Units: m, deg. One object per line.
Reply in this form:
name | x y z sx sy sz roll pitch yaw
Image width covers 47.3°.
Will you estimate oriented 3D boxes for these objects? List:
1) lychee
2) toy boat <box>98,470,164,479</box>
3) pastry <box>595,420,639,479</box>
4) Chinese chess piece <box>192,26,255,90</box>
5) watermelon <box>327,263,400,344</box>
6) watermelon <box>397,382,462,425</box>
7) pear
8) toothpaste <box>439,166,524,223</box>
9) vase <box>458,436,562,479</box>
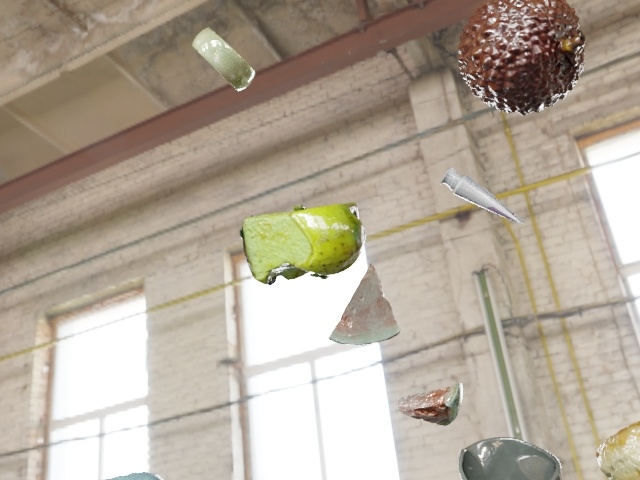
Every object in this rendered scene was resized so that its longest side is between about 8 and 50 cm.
lychee | 0.416 -0.383 1.491 0.264 0.264 0.300 11 2 -30
toy boat | -0.511 0.688 1.809 0.329 0.123 0.215 4 -53 -44
pastry | 0.537 0.336 1.165 0.182 0.093 0.192 -29 -35 13
Chinese chess piece | -0.199 -0.375 1.511 0.058 0.144 0.144 -47 -37 4
watermelon | 0.127 0.168 1.774 0.136 0.207 0.202 30 -71 -3
watermelon | 0.225 0.348 1.513 0.139 0.071 0.187 -2 -23 -8
pear | 0.000 0.000 1.555 0.255 0.164 0.238 -7 4 37
toothpaste | 0.534 -0.137 2.392 0.073 0.299 0.114 -59 -5 13
vase | 0.338 0.489 1.162 0.156 0.301 0.251 -17 7 -25
